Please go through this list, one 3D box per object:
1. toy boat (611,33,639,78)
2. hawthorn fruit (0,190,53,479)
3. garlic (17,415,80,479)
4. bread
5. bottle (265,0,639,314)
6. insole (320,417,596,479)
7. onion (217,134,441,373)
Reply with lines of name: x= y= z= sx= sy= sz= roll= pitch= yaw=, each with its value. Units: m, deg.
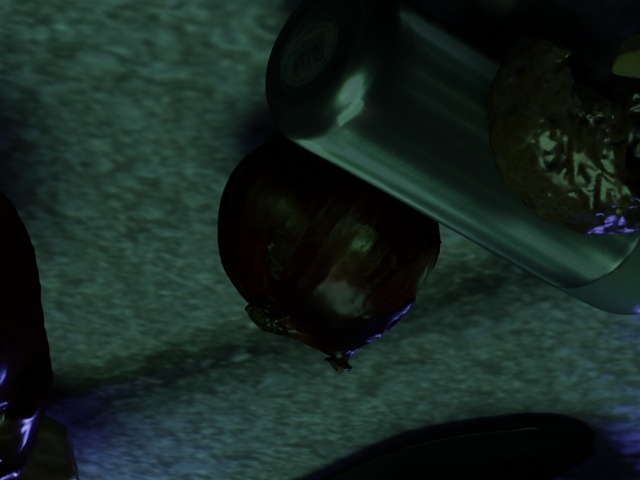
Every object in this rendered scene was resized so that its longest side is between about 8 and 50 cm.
toy boat: x=0.273 y=-0.078 z=0.805 sx=0.310 sy=0.089 sz=0.115 roll=7 pitch=147 yaw=-8
hawthorn fruit: x=-0.310 y=0.059 z=0.932 sx=0.369 sy=0.284 sz=0.284 roll=15 pitch=155 yaw=23
garlic: x=-0.261 y=0.182 z=1.198 sx=0.281 sy=0.184 sz=0.203 roll=18 pitch=162 yaw=-26
bread: x=0.125 y=-0.042 z=0.837 sx=0.113 sy=0.082 sz=0.060 roll=3 pitch=-169 yaw=-34
bottle: x=0.091 y=-0.041 z=0.900 sx=0.254 sy=0.079 sz=0.096 roll=28 pitch=102 yaw=-36
insole: x=0.050 y=0.168 z=1.321 sx=0.110 sy=0.012 sz=0.309 roll=24 pitch=144 yaw=-39
onion: x=0.000 y=0.000 z=0.940 sx=0.119 sy=0.118 sz=0.117 roll=14 pitch=159 yaw=-20
